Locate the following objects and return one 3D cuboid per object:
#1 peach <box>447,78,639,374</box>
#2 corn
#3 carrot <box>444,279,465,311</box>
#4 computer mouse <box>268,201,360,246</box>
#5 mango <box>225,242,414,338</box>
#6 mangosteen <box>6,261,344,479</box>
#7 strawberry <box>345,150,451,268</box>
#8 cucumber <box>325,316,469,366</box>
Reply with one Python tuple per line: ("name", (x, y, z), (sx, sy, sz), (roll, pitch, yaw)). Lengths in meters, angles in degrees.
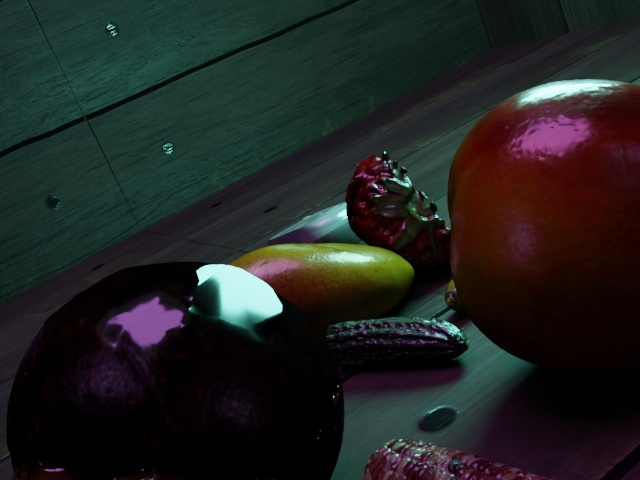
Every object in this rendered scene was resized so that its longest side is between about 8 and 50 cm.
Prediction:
("peach", (0.338, -0.019, 0.924), (0.388, 0.388, 0.388), (-21, 16, 6))
("corn", (0.160, 0.260, 0.738), (0.098, 0.098, 0.289), (-35, 24, -35))
("carrot", (0.289, 0.049, 1.310), (0.062, 0.066, 0.271), (35, 43, 19))
("computer mouse", (0.000, 0.000, 1.747), (0.184, 0.121, 0.297), (-35, 6, -29))
("mango", (0.000, 0.093, 1.343), (0.349, 0.201, 0.199), (-8, 33, -7))
("mangosteen", (-0.148, 0.211, 0.848), (0.380, 0.381, 0.421), (-25, 26, -5))
("strawberry", (0.138, -0.044, 1.494), (0.150, 0.253, 0.280), (-40, 14, 0))
("cucumber", (0.112, 0.154, 1.177), (0.265, 0.077, 0.077), (-10, 21, 35))
